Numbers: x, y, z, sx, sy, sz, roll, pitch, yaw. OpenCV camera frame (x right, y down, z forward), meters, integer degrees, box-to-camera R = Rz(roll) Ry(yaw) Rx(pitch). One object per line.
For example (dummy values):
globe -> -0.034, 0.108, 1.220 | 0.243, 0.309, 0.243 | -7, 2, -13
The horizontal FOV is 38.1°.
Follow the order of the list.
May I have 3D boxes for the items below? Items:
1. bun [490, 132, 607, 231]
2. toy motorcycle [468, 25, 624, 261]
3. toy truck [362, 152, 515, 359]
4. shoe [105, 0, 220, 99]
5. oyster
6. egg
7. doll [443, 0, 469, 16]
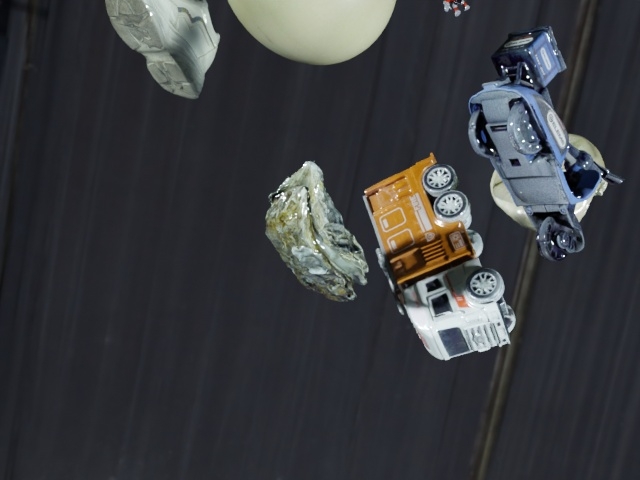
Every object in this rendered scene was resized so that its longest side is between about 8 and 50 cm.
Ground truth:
bun -> 0.432, -0.102, 1.733 | 0.116, 0.209, 0.237 | 49, 17, -38
toy motorcycle -> 0.365, -0.144, 1.497 | 0.125, 0.359, 0.212 | 1, 39, 48
toy truck -> 0.222, 0.041, 1.796 | 0.206, 0.388, 0.173 | -22, -37, 7
shoe -> -0.337, -0.500, 2.070 | 0.132, 0.211, 0.342 | 5, -34, 32
oyster -> -0.004, -0.003, 1.596 | 0.162, 0.158, 0.351 | 3, -36, 14
egg -> -0.018, -0.300, 0.973 | 0.186, 0.242, 0.186 | -28, -8, -4
doll -> 0.242, -0.486, 1.789 | 0.114, 0.057, 0.039 | 53, 6, -1
